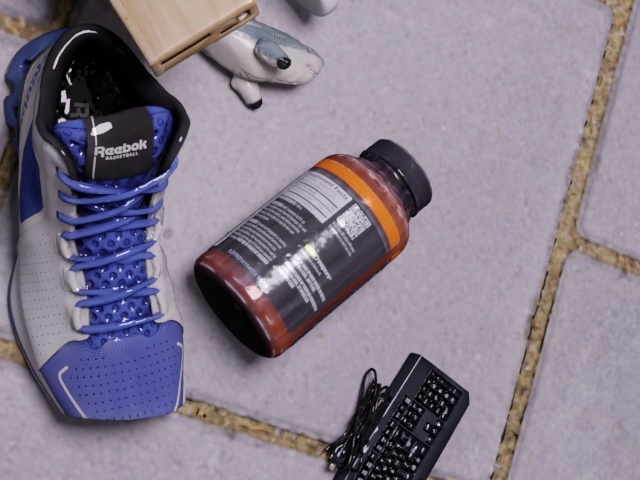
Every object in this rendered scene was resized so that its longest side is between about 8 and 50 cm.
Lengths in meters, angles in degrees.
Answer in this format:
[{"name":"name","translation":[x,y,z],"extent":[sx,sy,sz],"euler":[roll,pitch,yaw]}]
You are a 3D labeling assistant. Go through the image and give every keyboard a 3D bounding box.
[{"name":"keyboard","translation":[0.054,0.188,1.010],"extent":[0.100,0.038,0.192],"euler":[36,74,-14]}]

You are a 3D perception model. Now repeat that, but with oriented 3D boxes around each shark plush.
[{"name":"shark plush","translation":[-0.076,-0.179,0.999],"extent":[0.161,0.073,0.067],"euler":[32,54,6]}]

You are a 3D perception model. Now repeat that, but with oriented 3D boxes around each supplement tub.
[{"name":"supplement tub","translation":[0.000,0.000,0.969],"extent":[0.198,0.106,0.106],"euler":[-39,99,-19]}]

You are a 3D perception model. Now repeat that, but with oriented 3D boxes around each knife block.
[{"name":"knife block","translation":[-0.167,-0.274,0.857],"extent":[0.088,0.276,0.242],"euler":[-32,125,-2]}]

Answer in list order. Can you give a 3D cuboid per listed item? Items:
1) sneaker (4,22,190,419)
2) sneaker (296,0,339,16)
[{"name":"sneaker","translation":[-0.167,-0.020,0.867],"extent":[0.127,0.182,0.315],"euler":[-8,88,-19]},{"name":"sneaker","translation":[-0.017,-0.343,0.988],"extent":[0.147,0.104,0.296],"euler":[-27,91,-15]}]
